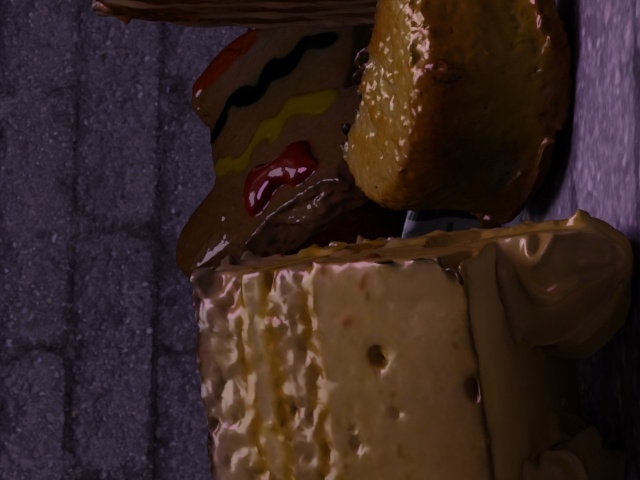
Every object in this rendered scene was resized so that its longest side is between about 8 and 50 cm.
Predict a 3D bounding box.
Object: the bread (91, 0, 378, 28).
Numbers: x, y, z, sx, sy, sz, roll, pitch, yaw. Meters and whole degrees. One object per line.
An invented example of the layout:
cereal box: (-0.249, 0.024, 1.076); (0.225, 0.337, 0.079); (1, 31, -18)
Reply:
bread: (-0.030, -0.351, 1.886); (0.371, 0.390, 0.279); (165, 102, -83)

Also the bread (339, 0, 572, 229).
bread: (0.118, -0.108, 1.594); (0.261, 0.160, 0.147); (108, 157, -43)

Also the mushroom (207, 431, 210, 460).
mushroom: (-0.042, 0.225, 2.520); (0.217, 0.212, 0.292); (91, -176, -67)

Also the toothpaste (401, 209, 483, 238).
toothpaste: (0.138, -0.175, 1.716); (0.061, 0.098, 0.392); (-143, 56, -59)

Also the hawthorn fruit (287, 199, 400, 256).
hawthorn fruit: (0.000, 0.000, 2.279); (0.205, 0.205, 0.253); (112, 174, -67)

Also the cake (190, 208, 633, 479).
cake: (0.087, 0.101, 1.404); (0.222, 0.286, 0.228); (-17, -80, -59)

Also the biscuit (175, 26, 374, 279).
biscuit: (-0.027, -0.153, 2.208); (0.368, 0.076, 0.394); (-33, 35, 31)
